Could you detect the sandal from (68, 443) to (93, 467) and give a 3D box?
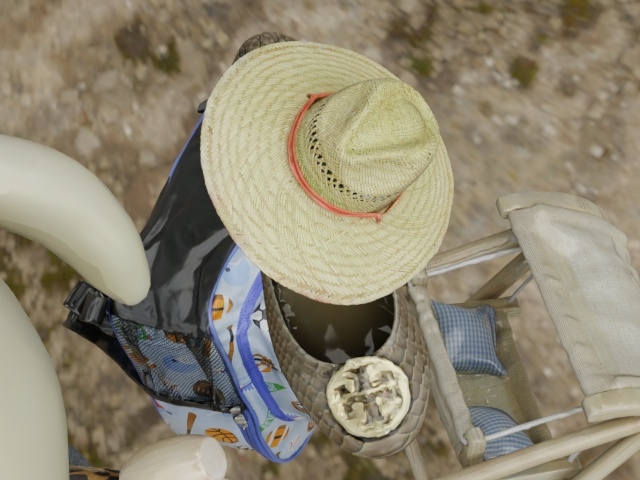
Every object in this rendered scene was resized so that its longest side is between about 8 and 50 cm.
[{"bbox_3d":[-0.247,0.187,1.400,0.054,0.097,0.254,-1,135,33],"label":"sandal"}]

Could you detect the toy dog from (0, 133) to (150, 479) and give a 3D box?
[{"bbox_3d":[-0.187,0.193,0.613,0.284,0.395,0.408,-1,120,35],"label":"toy dog"}]

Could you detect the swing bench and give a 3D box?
[{"bbox_3d":[0.189,0.111,1.587,0.254,0.253,0.165,-31,139,14],"label":"swing bench"}]

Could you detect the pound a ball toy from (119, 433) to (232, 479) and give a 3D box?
[{"bbox_3d":[0.022,0.257,1.214,0.319,0.208,0.135,21,145,-38],"label":"pound a ball toy"}]

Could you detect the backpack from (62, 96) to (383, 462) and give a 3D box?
[{"bbox_3d":[-0.048,0.050,1.455,0.213,0.276,0.263,20,148,20],"label":"backpack"}]

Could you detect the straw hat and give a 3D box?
[{"bbox_3d":[0.020,-0.045,0.815,0.144,0.061,0.144,13,65,-29],"label":"straw hat"}]

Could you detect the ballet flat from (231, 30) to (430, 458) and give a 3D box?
[{"bbox_3d":[0.000,0.000,0.970,0.084,0.058,0.250,-15,81,2],"label":"ballet flat"}]

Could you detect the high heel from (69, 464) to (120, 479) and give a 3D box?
[{"bbox_3d":[-0.251,0.190,1.277,0.186,0.261,0.093,-17,108,-28],"label":"high heel"}]
